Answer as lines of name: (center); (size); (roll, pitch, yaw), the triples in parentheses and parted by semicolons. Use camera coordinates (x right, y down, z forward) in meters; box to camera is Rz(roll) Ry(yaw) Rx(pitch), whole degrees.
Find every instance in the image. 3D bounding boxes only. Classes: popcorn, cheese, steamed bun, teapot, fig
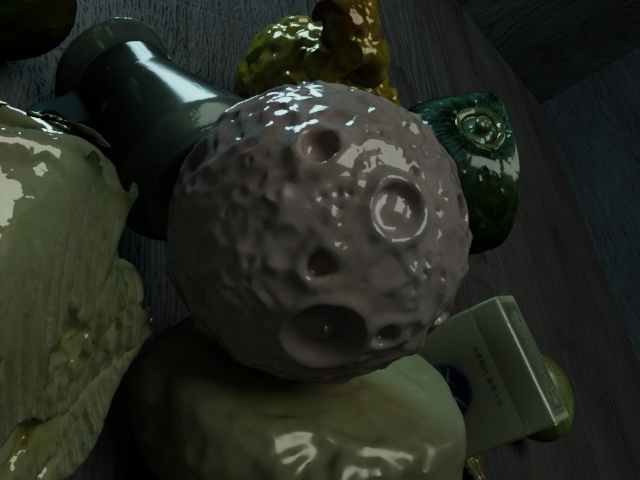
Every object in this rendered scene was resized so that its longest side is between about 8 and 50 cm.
popcorn: (0.001, -0.208, 1.154); (0.225, 0.332, 0.265); (-21, 51, -38)
cheese: (-0.017, 0.160, 0.786); (0.318, 0.115, 0.326); (20, 18, 2)
steamed bun: (-0.255, 0.050, 0.517); (0.268, 0.207, 0.280); (82, 27, -57)
teapot: (-0.180, -0.112, 0.833); (0.203, 0.171, 0.225); (-24, 53, -28)
fig: (-0.323, -0.224, 0.796); (0.177, 0.117, 0.117); (-35, 95, -49)

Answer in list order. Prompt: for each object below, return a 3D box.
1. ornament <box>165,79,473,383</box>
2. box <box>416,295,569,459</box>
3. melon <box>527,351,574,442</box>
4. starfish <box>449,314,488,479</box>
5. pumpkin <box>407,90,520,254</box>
ornament: (0.000, 0.000, 0.689); (0.259, 0.259, 0.225); (44, 27, -30)
box: (0.154, 0.194, 1.027); (0.069, 0.257, 0.164); (7, 58, -60)
melon: (0.382, 0.275, 1.482); (0.192, 0.139, 0.139); (61, 26, -8)
starfish: (0.165, 0.170, 1.284); (0.324, 0.083, 0.431); (40, 35, -41)
pumpkin: (0.214, -0.118, 1.498); (0.197, 0.263, 0.292); (-1, 63, -14)
